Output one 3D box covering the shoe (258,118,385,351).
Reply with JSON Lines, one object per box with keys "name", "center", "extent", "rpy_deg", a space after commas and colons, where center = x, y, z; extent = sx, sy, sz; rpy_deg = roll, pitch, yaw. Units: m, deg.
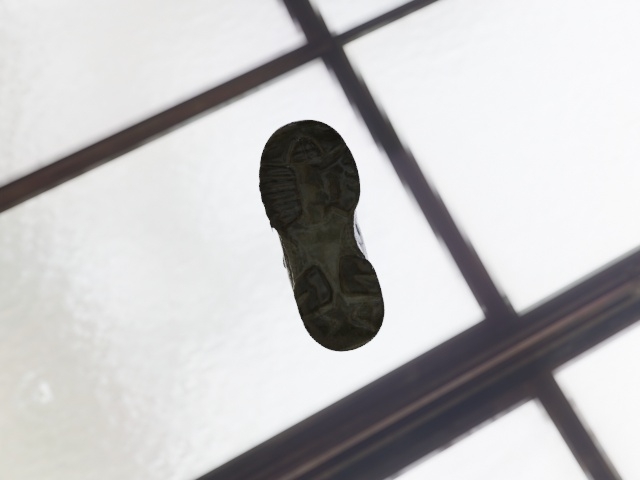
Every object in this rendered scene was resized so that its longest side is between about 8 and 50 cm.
{"name": "shoe", "center": [0.000, 0.000, 1.293], "extent": [0.099, 0.071, 0.169], "rpy_deg": [102, -26, -82]}
